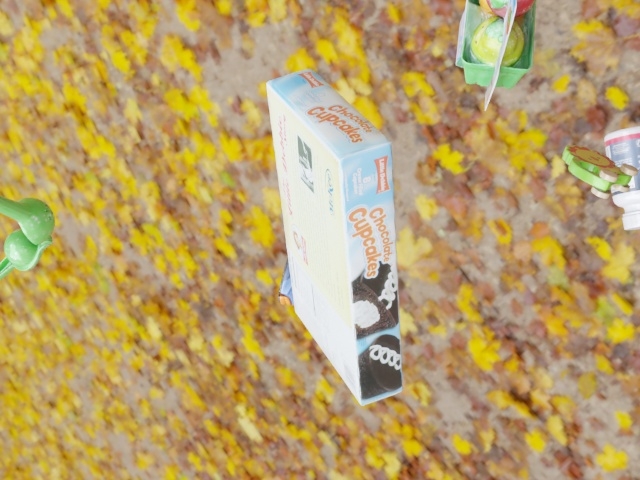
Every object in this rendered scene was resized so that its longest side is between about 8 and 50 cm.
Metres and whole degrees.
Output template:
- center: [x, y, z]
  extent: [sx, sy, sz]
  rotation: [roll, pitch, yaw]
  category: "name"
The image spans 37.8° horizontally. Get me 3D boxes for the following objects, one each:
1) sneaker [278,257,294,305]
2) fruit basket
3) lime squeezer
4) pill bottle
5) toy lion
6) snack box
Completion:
- center: [0.000, 0.000, 1.448]
  extent: [0.083, 0.087, 0.221]
  rotation: [-91, 16, -85]
  category: "sneaker"
- center: [0.380, -0.505, 1.987]
  extent: [0.165, 0.327, 0.353]
  rotation: [5, 153, 9]
  category: "fruit basket"
- center: [-0.371, 0.005, 1.108]
  extent: [0.059, 0.110, 0.310]
  rotation: [55, 149, 13]
  category: "lime squeezer"
- center: [0.589, -0.114, 1.719]
  extent: [0.108, 0.108, 0.180]
  rotation: [-15, 81, 57]
  category: "pill bottle"
- center: [0.354, -0.095, 1.211]
  extent: [0.096, 0.100, 0.034]
  rotation: [35, 121, 30]
  category: "toy lion"
- center: [0.017, 0.000, 1.006]
  extent: [0.187, 0.060, 0.322]
  rotation: [-129, 26, -49]
  category: "snack box"
